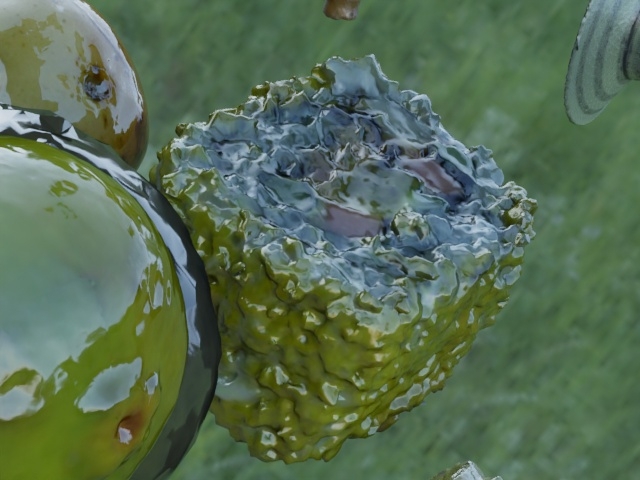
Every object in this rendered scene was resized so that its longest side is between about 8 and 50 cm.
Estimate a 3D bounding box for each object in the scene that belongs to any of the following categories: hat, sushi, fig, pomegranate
[{"bbox_3d":[0.350,-0.215,1.714,0.110,0.252,0.252,25,5,22],"label":"hat"},{"bbox_3d":[0.000,0.000,1.680,0.351,0.240,0.396,39,40,20],"label":"sushi"},{"bbox_3d":[-0.183,0.048,0.796,0.230,0.207,0.207,5,4,12],"label":"fig"},{"bbox_3d":[-0.346,-0.133,1.839,0.319,0.319,0.319,36,9,-7],"label":"pomegranate"}]

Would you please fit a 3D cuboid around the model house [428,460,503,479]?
[{"bbox_3d":[0.117,0.357,1.760,0.193,0.234,0.175,60,25,7],"label":"model house"}]

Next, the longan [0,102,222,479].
[{"bbox_3d":[-0.274,0.070,1.360,0.391,0.391,0.391,36,9,-7],"label":"longan"}]

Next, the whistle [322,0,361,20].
[{"bbox_3d":[0.041,-0.336,1.767,0.057,0.220,0.107,18,24,12],"label":"whistle"}]
